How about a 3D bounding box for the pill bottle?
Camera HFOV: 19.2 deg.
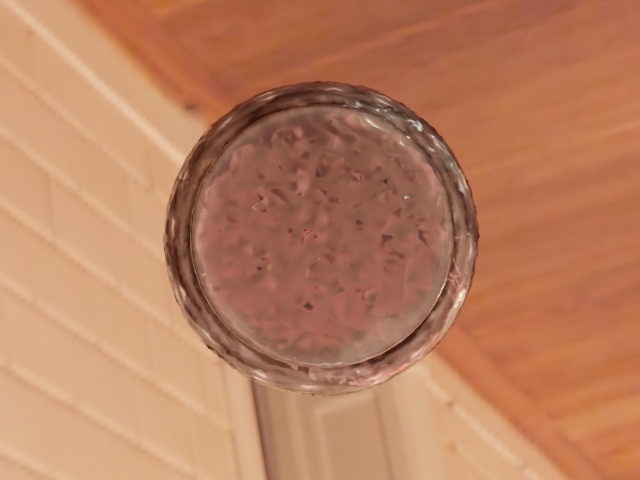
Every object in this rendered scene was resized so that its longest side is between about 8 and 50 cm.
[{"bbox_3d":[0.000,0.000,0.769,0.123,0.122,0.219,-10,180,0],"label":"pill bottle"}]
